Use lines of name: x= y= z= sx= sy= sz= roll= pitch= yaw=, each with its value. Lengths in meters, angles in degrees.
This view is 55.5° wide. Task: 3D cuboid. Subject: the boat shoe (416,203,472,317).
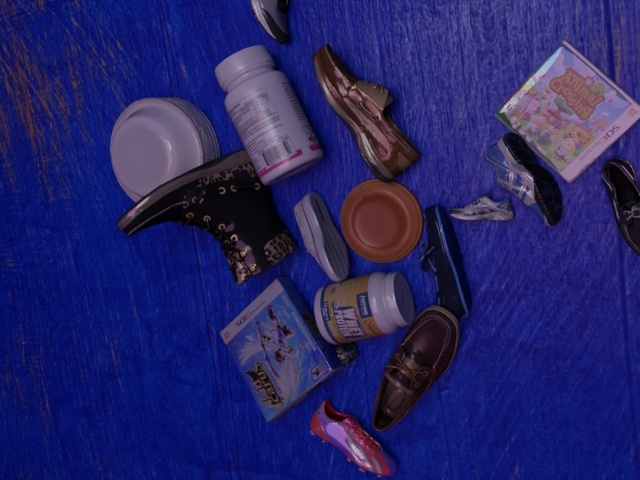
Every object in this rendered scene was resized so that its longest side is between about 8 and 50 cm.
boat shoe: x=0.258 y=0.053 z=1.334 sx=0.089 sy=0.109 sz=0.259 roll=-12 pitch=95 yaw=28

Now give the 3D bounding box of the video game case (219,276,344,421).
video game case: x=-0.105 y=0.272 z=1.519 sx=0.244 sy=0.061 sz=0.270 roll=-44 pitch=66 yaw=25

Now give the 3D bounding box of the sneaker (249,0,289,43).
sneaker: x=-0.103 y=-0.578 z=1.350 sx=0.107 sy=0.100 sz=0.272 roll=-6 pitch=99 yaw=18

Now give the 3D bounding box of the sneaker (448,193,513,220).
sneaker: x=0.344 y=-0.071 z=1.306 sx=0.135 sy=0.052 sz=0.058 roll=0 pitch=92 yaw=15

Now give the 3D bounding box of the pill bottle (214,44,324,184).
pill bottle: x=-0.120 y=-0.284 z=1.387 sx=0.160 sy=0.160 sz=0.283 roll=-25 pitch=91 yaw=25

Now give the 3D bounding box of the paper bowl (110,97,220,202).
paper bowl: x=-0.407 y=-0.215 z=1.532 sx=0.284 sy=0.148 sz=0.285 roll=5 pitch=104 yaw=20

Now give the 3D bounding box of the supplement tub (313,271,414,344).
supplement tub: x=0.101 y=0.153 z=1.399 sx=0.199 sy=0.144 sz=0.145 roll=-17 pitch=95 yaw=25

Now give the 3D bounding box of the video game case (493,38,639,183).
video game case: x=0.491 y=-0.254 z=1.211 sx=0.212 sy=0.023 sz=0.193 roll=45 pitch=114 yaw=8

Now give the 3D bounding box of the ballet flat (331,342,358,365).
ballet flat: x=0.005 y=0.303 z=1.518 sx=0.188 sy=0.070 sz=0.070 roll=-31 pitch=89 yaw=26

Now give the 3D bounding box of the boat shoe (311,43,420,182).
boat shoe: x=0.105 y=-0.287 z=1.324 sx=0.119 sy=0.122 sz=0.324 roll=-30 pitch=97 yaw=20

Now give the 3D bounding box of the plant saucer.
plant saucer: x=0.136 y=-0.043 z=1.400 sx=0.199 sy=0.037 sz=0.200 roll=5 pitch=104 yaw=22

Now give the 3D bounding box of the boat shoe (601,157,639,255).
boat shoe: x=0.588 y=-0.061 z=1.161 sx=0.075 sy=0.064 sz=0.206 roll=-26 pitch=74 yaw=40

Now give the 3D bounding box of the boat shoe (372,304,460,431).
boat shoe: x=0.204 y=0.302 z=1.380 sx=0.123 sy=0.123 sz=0.342 roll=35 pitch=121 yaw=14

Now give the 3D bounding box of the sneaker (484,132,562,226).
sneaker: x=0.421 y=-0.119 z=1.253 sx=0.211 sy=0.080 sz=0.081 roll=57 pitch=140 yaw=1

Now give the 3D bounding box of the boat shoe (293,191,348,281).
boat shoe: x=0.000 y=0.000 z=1.439 sx=0.075 sy=0.083 sz=0.226 roll=-33 pitch=65 yaw=40

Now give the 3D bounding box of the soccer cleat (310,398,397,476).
soccer cleat: x=0.088 y=0.495 z=1.520 sx=0.248 sy=0.083 sz=0.095 roll=28 pitch=106 yaw=18

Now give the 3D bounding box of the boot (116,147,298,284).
boot: x=-0.243 y=-0.027 z=1.411 sx=0.138 sy=0.377 sz=0.284 roll=-20 pitch=101 yaw=55
